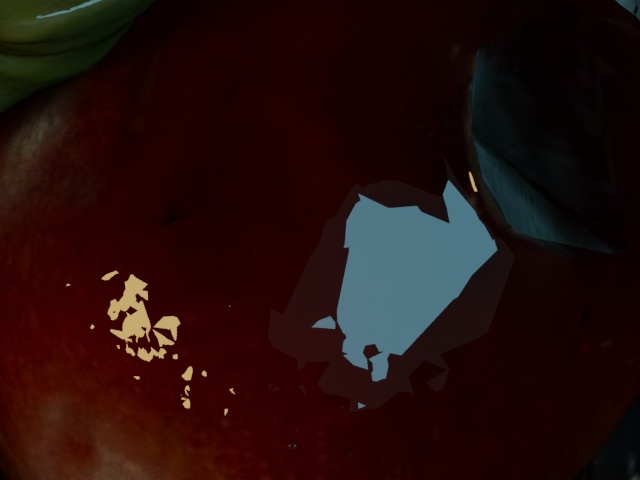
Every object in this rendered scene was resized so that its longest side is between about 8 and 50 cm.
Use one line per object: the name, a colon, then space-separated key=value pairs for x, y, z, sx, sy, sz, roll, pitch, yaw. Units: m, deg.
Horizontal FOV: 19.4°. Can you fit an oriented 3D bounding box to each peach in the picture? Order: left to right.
peach: x=0.018 y=-0.010 z=0.923 sx=0.406 sy=0.310 sz=0.335 roll=-43 pitch=108 yaw=-31

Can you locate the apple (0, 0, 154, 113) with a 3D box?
apple: x=-0.231 y=-0.185 z=0.782 sx=0.312 sy=0.320 sz=0.360 roll=1 pitch=53 yaw=-55

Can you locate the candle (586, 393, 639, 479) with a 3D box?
candle: x=0.342 y=0.204 z=1.195 sx=0.342 sy=0.221 sz=0.221 roll=38 pitch=77 yaw=-28
